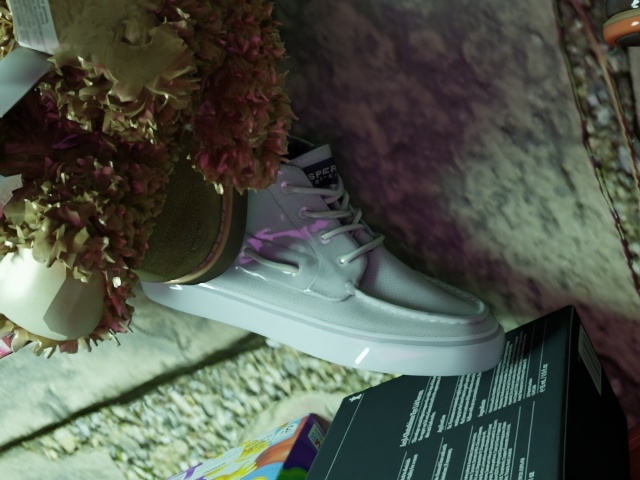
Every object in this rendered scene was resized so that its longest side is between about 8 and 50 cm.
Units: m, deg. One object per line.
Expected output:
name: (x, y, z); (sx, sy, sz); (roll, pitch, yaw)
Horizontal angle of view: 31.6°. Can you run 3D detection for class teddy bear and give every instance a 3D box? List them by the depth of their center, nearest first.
teddy bear: (-0.117, -0.108, 0.582); (0.245, 0.113, 0.338); (11, 82, -8)

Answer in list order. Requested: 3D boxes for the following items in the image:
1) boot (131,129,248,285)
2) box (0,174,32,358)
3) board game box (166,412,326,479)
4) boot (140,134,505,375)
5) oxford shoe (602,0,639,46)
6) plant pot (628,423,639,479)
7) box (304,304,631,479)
boot: (-0.108, -0.127, 0.677); (0.112, 0.115, 0.305); (-8, 84, 24)
box: (-0.252, -0.050, 0.743); (0.257, 0.122, 0.128); (54, 147, -8)
board game box: (-0.058, 0.257, 0.741); (0.142, 0.275, 0.144); (-28, 100, 21)
boot: (0.000, 0.000, 0.735); (0.258, 0.095, 0.123); (13, 110, 14)
oxford shoe: (0.275, -0.190, 0.621); (0.271, 0.097, 0.098); (-24, 84, 13)
plant pot: (0.278, 0.267, 0.669); (0.272, 0.265, 0.272); (4, 109, 12)
box: (0.085, 0.159, 0.681); (0.184, 0.261, 0.103); (-23, 102, 20)
